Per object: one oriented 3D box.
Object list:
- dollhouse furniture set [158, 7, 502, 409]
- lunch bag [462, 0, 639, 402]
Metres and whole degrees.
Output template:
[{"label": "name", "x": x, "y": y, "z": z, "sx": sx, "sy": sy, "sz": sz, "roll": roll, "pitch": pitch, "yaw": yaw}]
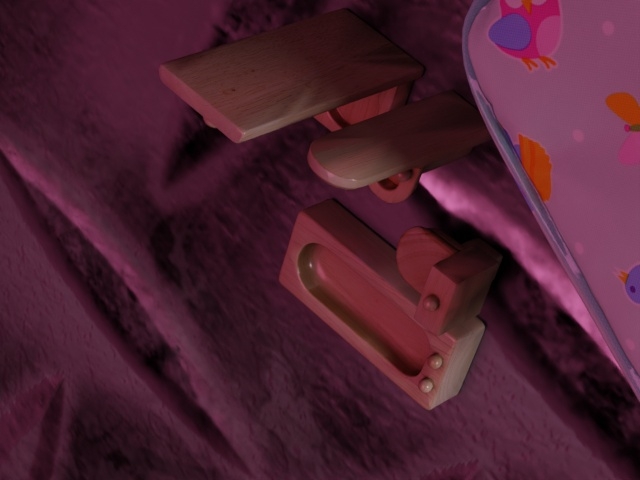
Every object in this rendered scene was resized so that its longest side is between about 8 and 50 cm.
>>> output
[{"label": "dollhouse furniture set", "x": 0.000, "y": 0.000, "z": 0.770, "sx": 0.144, "sy": 0.123, "sz": 0.151, "roll": 40, "pitch": 132, "yaw": 27}, {"label": "lunch bag", "x": 0.182, "y": -0.022, "z": 0.585, "sx": 0.224, "sy": 0.108, "sz": 0.279, "roll": -37, "pitch": 78, "yaw": 54}]
